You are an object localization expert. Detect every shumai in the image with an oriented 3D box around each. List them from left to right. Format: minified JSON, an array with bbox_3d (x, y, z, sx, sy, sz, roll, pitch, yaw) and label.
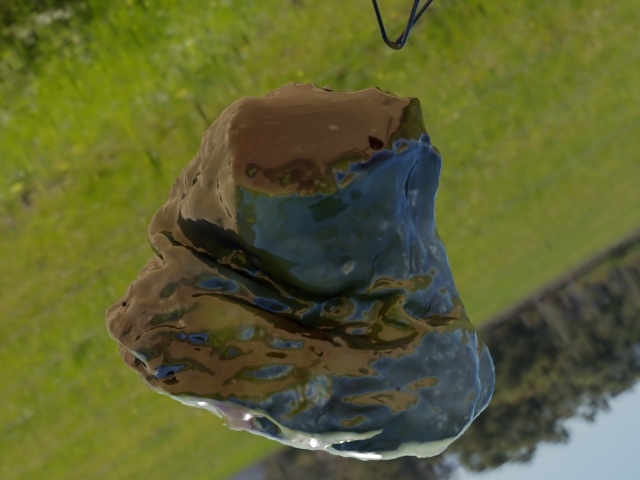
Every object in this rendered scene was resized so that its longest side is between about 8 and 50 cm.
[{"bbox_3d":[0.000,0.000,1.237,0.309,0.264,0.304,11,-165,1],"label":"shumai"}]

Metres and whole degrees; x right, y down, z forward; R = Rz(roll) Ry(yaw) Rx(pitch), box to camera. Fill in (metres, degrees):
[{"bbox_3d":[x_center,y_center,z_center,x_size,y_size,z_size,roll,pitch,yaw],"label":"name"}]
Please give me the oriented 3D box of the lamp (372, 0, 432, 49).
[{"bbox_3d":[0.082,-0.178,1.039,0.121,0.041,0.054,-45,151,-27],"label":"lamp"}]
